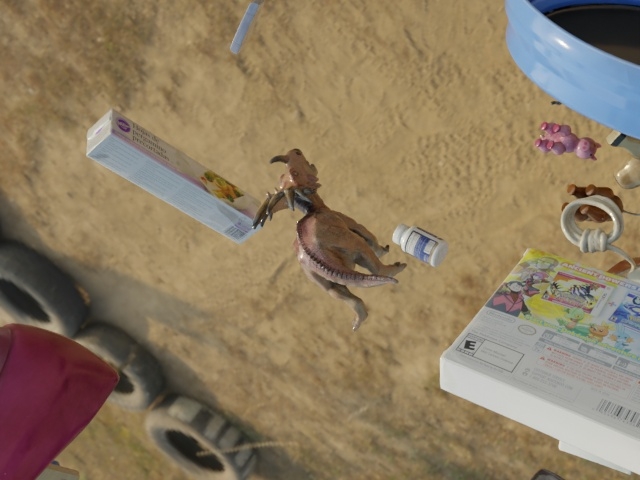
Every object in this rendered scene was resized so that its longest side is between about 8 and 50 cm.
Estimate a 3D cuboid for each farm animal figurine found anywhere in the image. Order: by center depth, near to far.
[{"bbox_3d":[0.524,-0.180,1.493,0.172,0.331,0.326,17,149,-24],"label":"farm animal figurine"}]

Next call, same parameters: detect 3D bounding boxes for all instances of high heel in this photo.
[{"bbox_3d":[-0.254,0.239,0.610,0.181,0.378,0.127,21,166,-34],"label":"high heel"}]

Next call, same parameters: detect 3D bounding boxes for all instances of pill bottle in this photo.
[{"bbox_3d":[0.229,0.008,2.076,0.120,0.067,0.067,28,148,27],"label":"pill bottle"}]

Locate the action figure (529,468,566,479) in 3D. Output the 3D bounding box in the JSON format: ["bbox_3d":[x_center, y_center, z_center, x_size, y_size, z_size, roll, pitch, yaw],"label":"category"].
[{"bbox_3d":[0.211,0.251,0.574,0.285,0.185,0.099,39,172,-40],"label":"action figure"}]

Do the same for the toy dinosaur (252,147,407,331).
[{"bbox_3d":[0.000,0.000,1.255,0.200,0.127,0.296,43,-173,-25],"label":"toy dinosaur"}]

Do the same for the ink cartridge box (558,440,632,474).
[{"bbox_3d":[0.428,0.223,1.505,0.238,0.060,0.275,14,114,31],"label":"ink cartridge box"}]

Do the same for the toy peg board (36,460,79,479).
[{"bbox_3d":[-0.479,0.377,1.385,0.160,0.161,0.079,24,-162,-27],"label":"toy peg board"}]

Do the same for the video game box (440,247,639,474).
[{"bbox_3d":[0.238,0.099,0.799,0.205,0.187,0.048,21,135,30],"label":"video game box"}]

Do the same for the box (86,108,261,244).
[{"bbox_3d":[-0.228,-0.097,1.464,0.067,0.063,0.324,-37,132,27],"label":"box"}]

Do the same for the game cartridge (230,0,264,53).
[{"bbox_3d":[-0.110,-0.322,1.347,0.017,0.056,0.083,26,116,-6],"label":"game cartridge"}]

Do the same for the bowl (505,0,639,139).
[{"bbox_3d":[0.378,-0.201,0.918,0.391,0.391,0.077,25,130,22],"label":"bowl"}]

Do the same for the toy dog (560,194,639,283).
[{"bbox_3d":[0.500,0.077,1.324,0.333,0.220,0.161,14,167,34],"label":"toy dog"}]
